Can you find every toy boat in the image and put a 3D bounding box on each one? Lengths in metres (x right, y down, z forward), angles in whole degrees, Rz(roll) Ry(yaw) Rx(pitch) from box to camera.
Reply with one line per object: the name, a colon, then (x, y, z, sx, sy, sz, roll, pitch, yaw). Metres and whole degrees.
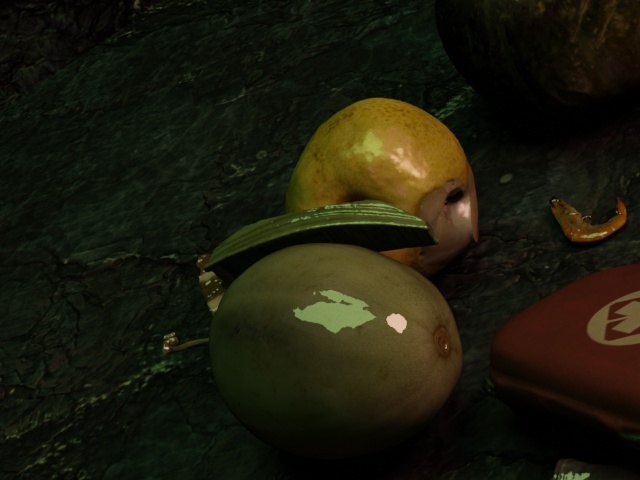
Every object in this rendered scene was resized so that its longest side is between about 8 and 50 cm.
toy boat: (0.000, 0.000, 1.668, 0.293, 0.093, 0.055, -11, 61, 20)

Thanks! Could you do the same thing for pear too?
pear: (0.081, -0.060, 1.806, 0.271, 0.271, 0.271, -17, 33, 11)

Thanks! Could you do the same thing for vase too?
vase: (0.338, 0.245, 1.350, 0.214, 0.086, 0.086, -6, 36, 34)

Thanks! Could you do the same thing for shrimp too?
shrimp: (0.349, -0.036, 1.796, 0.091, 0.025, 0.127, -30, 37, -10)

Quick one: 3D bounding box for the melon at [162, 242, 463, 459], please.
melon: (0.012, 0.128, 1.567, 0.272, 0.271, 0.308, -38, 37, -21)

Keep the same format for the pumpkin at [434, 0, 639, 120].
pumpkin: (0.386, -0.376, 1.972, 0.454, 0.344, 0.454, -28, 36, 22)

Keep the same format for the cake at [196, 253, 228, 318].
cake: (-0.080, 0.081, 1.799, 0.135, 0.135, 0.147, -27, 29, -6)

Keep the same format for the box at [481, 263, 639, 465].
box: (0.351, 0.122, 1.403, 0.263, 0.108, 0.404, -28, 17, -22)
